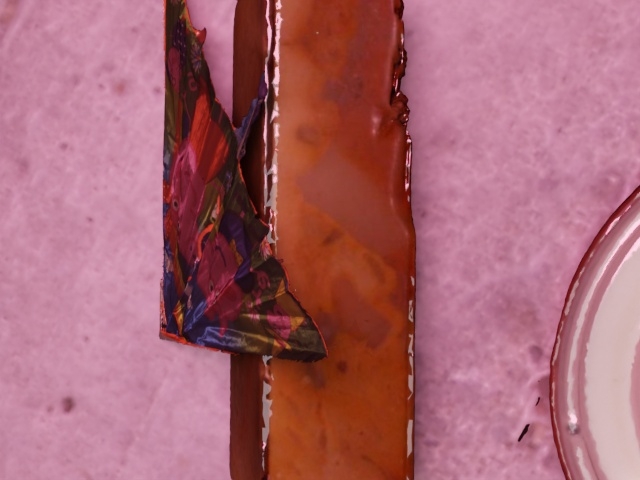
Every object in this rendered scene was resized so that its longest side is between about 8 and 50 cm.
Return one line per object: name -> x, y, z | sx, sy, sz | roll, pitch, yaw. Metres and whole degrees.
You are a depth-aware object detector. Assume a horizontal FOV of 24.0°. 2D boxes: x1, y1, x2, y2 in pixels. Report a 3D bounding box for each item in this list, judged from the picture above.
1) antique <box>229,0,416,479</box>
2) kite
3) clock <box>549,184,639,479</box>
antique -> 0.000, 0.000, 0.885 | 0.093, 0.087, 0.310 | -1, 94, -16
kite -> -0.065, -0.019, 0.888 | 0.016, 0.321, 0.234 | -1, 139, -24
clock -> 0.292, 0.084, 0.863 | 0.318, 0.080, 0.318 | 1, 94, 10
